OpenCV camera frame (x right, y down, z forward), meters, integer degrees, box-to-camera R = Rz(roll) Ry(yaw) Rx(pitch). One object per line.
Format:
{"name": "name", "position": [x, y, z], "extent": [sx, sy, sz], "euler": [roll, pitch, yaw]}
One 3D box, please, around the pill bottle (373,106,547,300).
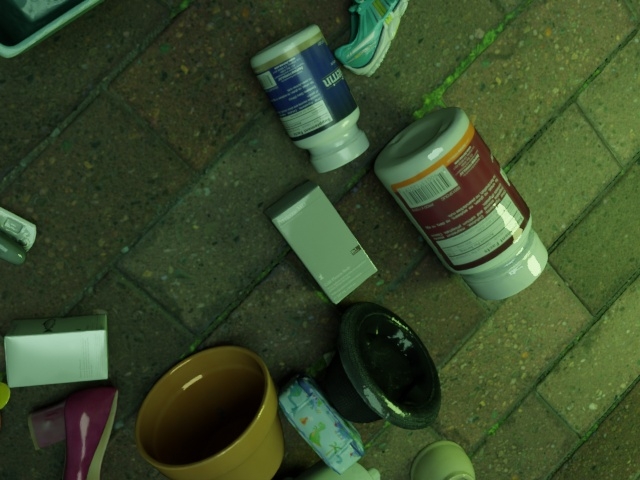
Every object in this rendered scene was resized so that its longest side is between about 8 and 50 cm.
{"name": "pill bottle", "position": [0.312, -0.071, 1.399], "extent": [0.224, 0.224, 0.392], "euler": [-41, 110, -5]}

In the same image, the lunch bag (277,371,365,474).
{"name": "lunch bag", "position": [0.000, 0.391, 1.410], "extent": [0.090, 0.176, 0.219], "euler": [-40, 85, -5]}

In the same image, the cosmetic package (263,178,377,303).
{"name": "cosmetic package", "position": [0.000, 0.000, 1.383], "extent": [0.127, 0.107, 0.238], "euler": [-39, 113, -3]}

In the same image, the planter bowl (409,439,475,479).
{"name": "planter bowl", "position": [0.318, 0.595, 1.606], "extent": [0.162, 0.109, 0.161], "euler": [-3, 102, -16]}

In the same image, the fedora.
{"name": "fedora", "position": [0.114, 0.292, 1.413], "extent": [0.334, 0.334, 0.152], "euler": [40, 119, -21]}

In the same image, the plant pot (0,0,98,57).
{"name": "plant pot", "position": [-0.476, -0.461, 1.055], "extent": [0.248, 0.252, 0.247], "euler": [-37, 110, -7]}

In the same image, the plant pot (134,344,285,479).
{"name": "plant pot", "position": [-0.200, 0.391, 1.326], "extent": [0.291, 0.291, 0.203], "euler": [-31, 125, -9]}

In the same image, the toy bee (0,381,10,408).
{"name": "toy bee", "position": [-0.674, 0.270, 1.208], "extent": [0.196, 0.162, 0.298], "euler": [13, 137, -1]}

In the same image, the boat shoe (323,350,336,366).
{"name": "boat shoe", "position": [0.033, 0.301, 1.497], "extent": [0.035, 0.035, 0.100], "euler": [-16, 112, 15]}

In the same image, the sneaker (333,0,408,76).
{"name": "sneaker", "position": [0.116, -0.477, 1.319], "extent": [0.110, 0.107, 0.275], "euler": [22, 94, -11]}

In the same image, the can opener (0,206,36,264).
{"name": "can opener", "position": [-0.655, -0.056, 1.179], "extent": [0.280, 0.093, 0.074], "euler": [32, 92, -16]}

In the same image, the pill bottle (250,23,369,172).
{"name": "pill bottle", "position": [-0.015, -0.278, 1.291], "extent": [0.153, 0.153, 0.264], "euler": [-32, 110, -8]}

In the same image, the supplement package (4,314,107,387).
{"name": "supplement package", "position": [-0.512, 0.213, 1.269], "extent": [0.180, 0.105, 0.105], "euler": [-2, 103, -18]}

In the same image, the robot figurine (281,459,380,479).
{"name": "robot figurine", "position": [0.000, 0.604, 1.412], "extent": [0.354, 0.300, 0.199], "euler": [-14, 106, -55]}

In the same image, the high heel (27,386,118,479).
{"name": "high heel", "position": [-0.449, 0.489, 1.330], "extent": [0.182, 0.127, 0.376], "euler": [-18, 103, -2]}
